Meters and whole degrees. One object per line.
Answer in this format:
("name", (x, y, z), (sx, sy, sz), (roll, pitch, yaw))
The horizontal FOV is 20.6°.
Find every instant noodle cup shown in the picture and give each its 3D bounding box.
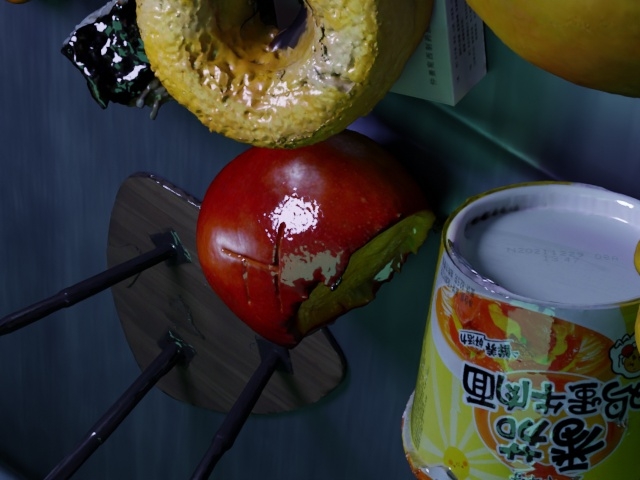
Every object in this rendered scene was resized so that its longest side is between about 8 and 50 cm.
("instant noodle cup", (0.200, 0.083, 1.461), (0.264, 0.264, 0.200), (19, 124, 27))

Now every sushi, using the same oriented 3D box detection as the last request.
("sushi", (-0.137, -0.185, 1.581), (0.212, 0.147, 0.115), (-25, 101, 41))

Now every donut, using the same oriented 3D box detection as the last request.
("donut", (-0.035, -0.193, 1.414), (0.253, 0.118, 0.253), (9, 118, 17))

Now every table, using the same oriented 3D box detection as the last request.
("table", (-0.190, 0.153, 1.832), (0.317, 0.249, 0.317), (23, 135, 25))

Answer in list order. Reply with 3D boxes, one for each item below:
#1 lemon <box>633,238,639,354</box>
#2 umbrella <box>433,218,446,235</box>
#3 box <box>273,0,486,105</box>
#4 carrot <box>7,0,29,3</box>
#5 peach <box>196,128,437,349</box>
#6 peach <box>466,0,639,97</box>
("lemon", (0.372, 0.053, 1.246), (0.297, 0.297, 0.297), (23, 135, 24))
("umbrella", (0.131, -0.016, 1.591), (0.083, 0.031, 0.020), (-8, 150, 46))
("box", (0.039, -0.248, 1.442), (0.175, 0.062, 0.260), (15, 133, 30))
("carrot", (-0.346, -0.317, 1.711), (0.225, 0.067, 0.067), (48, 140, -2))
("peach", (0.000, 0.000, 1.592), (0.226, 0.196, 0.190), (4, 159, 41))
("peach", (0.230, -0.251, 1.117), (0.308, 0.308, 0.332), (42, 124, 4))
